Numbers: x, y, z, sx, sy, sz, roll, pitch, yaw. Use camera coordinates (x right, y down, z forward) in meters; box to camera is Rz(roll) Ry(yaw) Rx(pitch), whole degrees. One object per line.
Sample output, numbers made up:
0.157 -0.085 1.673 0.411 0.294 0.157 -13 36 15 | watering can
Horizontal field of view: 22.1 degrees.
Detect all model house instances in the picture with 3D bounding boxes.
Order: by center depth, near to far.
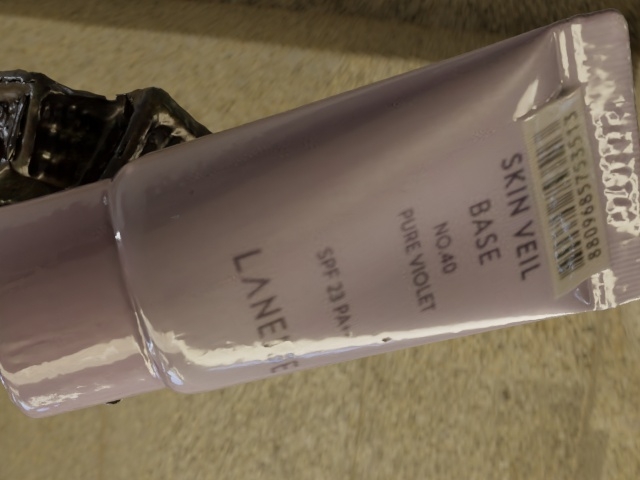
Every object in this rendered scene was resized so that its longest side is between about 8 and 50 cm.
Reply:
-0.123 -0.024 0.870 0.165 0.106 0.152 37 -54 -19 | model house

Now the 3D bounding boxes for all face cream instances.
0.000 0.000 0.679 0.273 0.096 0.154 -15 -53 2 | face cream
